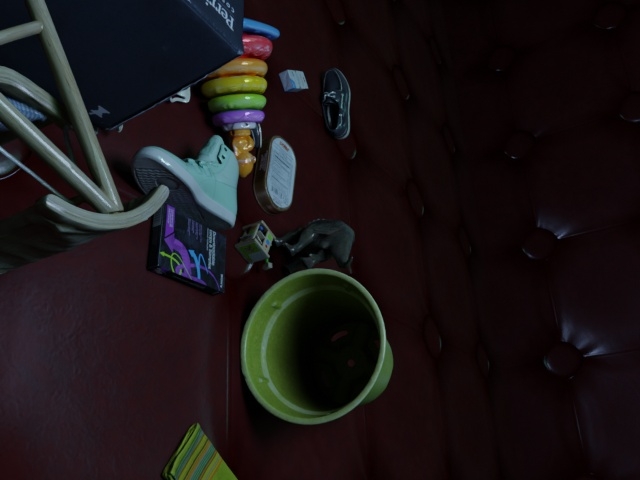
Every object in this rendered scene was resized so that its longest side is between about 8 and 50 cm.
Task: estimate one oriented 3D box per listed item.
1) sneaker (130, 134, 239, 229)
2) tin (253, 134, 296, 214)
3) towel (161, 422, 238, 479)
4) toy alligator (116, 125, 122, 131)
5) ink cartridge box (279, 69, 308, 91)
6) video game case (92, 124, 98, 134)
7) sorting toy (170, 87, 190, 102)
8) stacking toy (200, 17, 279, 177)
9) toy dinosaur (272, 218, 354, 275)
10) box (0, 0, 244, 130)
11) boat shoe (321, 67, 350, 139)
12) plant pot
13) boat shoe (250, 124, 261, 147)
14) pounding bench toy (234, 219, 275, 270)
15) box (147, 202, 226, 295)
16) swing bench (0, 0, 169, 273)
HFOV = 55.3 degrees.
[{"bbox_3d":[-0.227,-0.132,1.058,0.256,0.094,0.151,43,46,-58],"label":"sneaker"},{"bbox_3d":[-0.097,-0.146,1.352,0.106,0.040,0.190,42,44,-48],"label":"tin"},{"bbox_3d":[-0.160,0.410,0.976,0.237,0.021,0.102,61,32,-22],"label":"towel"},{"bbox_3d":[-0.325,-0.254,1.003,0.051,0.056,0.190,15,53,-9],"label":"toy alligator"},{"bbox_3d":[-0.067,-0.404,1.552,0.083,0.028,0.048,-23,96,-61],"label":"ink cartridge box"},{"bbox_3d":[-0.405,-0.263,0.891,0.190,0.022,0.173,23,56,-54],"label":"video game case"},{"bbox_3d":[-0.268,-0.293,1.131,0.083,0.044,0.075,-20,101,-60],"label":"sorting toy"},{"bbox_3d":[-0.166,-0.276,1.212,0.165,0.175,0.302,-17,102,-63],"label":"stacking toy"},{"bbox_3d":[0.000,0.000,1.280,0.160,0.313,0.121,-33,96,-22],"label":"toy dinosaur"},{"bbox_3d":[-0.351,-0.492,0.796,0.480,0.297,0.472,34,47,-48],"label":"box"},{"bbox_3d":[0.039,-0.384,1.685,0.065,0.075,0.206,10,72,-62],"label":"boat shoe"},{"bbox_3d":[0.024,0.221,1.189,0.254,0.276,0.276,42,40,-62],"label":"plant pot"},{"bbox_3d":[-0.158,-0.261,1.306,0.043,0.049,0.137,-16,93,-19],"label":"boat shoe"},{"bbox_3d":[-0.120,0.012,1.219,0.083,0.052,0.065,55,33,-31],"label":"pounding bench toy"},{"bbox_3d":[-0.225,0.018,1.055,0.162,0.029,0.116,33,48,-52],"label":"box"},{"bbox_3d":[-0.350,-0.080,0.650,0.255,0.253,0.165,62,31,-20],"label":"swing bench"}]
